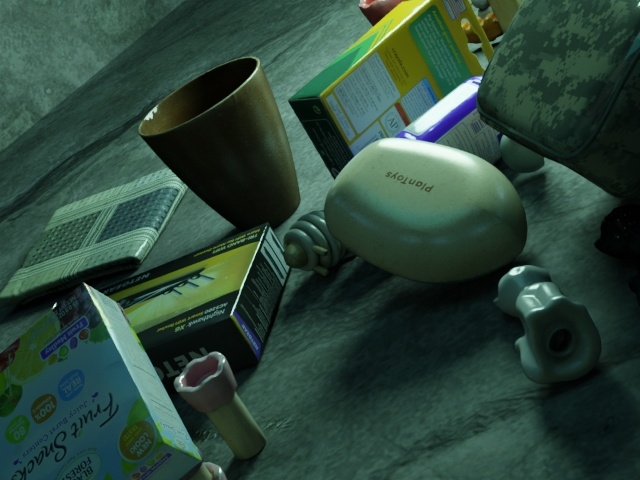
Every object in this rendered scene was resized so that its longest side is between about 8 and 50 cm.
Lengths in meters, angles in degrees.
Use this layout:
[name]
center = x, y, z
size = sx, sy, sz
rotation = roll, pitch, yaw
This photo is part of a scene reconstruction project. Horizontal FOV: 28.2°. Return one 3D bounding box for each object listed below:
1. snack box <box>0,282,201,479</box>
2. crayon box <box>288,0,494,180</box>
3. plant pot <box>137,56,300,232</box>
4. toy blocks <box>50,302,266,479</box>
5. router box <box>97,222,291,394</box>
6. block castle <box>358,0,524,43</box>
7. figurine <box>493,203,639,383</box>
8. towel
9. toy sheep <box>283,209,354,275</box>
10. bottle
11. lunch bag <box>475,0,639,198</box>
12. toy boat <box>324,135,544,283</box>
[snack box]
center = -0.231, 0.173, 1.195
size = 0.174, 0.070, 0.207
rotation = -41, 55, 7
[crayon box]
center = 0.124, -0.214, 1.877
size = 0.323, 0.203, 0.083
rotation = -43, 26, -28
[plant pot]
center = -0.133, -0.130, 1.984
size = 0.215, 0.230, 0.215
rotation = -26, 23, 12
[toy blocks]
center = -0.241, 0.238, 1.333
size = 0.309, 0.260, 0.288
rotation = -27, 24, 9
[router box]
center = -0.206, 0.116, 1.768
size = 0.309, 0.081, 0.243
rotation = -22, 25, 21
[block castle]
center = 0.283, -0.517, 2.284
size = 0.303, 0.213, 0.453
rotation = -13, 29, 37
[figurine]
center = 0.282, 0.043, 1.332
size = 0.215, 0.092, 0.209
rotation = -30, 15, 5
[towel]
center = -0.399, -0.005, 2.306
size = 0.324, 0.056, 0.312
rotation = -17, 30, 26
[toy sheep]
center = 0.000, 0.000, 1.752
size = 0.132, 0.091, 0.091
rotation = -31, 18, -37
[bottle]
center = 0.149, -0.106, 1.735
size = 0.283, 0.118, 0.092
rotation = -39, 39, -17
[lunch bag]
center = 0.355, -0.153, 1.427
size = 0.212, 0.256, 0.305
rotation = -60, 24, 6
[toy boat]
center = 0.178, -0.064, 1.592
size = 0.267, 0.148, 0.318
rotation = 27, 62, 37
